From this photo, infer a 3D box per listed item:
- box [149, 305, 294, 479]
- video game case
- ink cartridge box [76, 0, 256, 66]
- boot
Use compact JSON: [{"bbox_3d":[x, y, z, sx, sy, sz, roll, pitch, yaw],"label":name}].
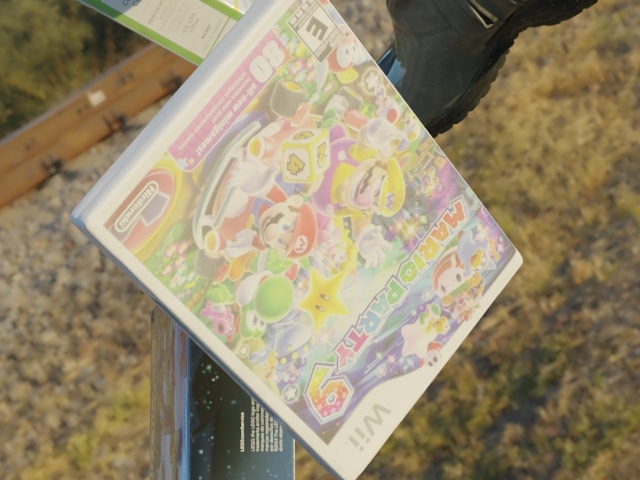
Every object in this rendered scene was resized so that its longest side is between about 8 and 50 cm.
[{"bbox_3d":[-0.046,0.134,0.614,0.044,0.233,0.159,2,-12,-12],"label":"box"},{"bbox_3d":[0.000,0.000,0.389,0.087,0.122,0.011,-51,37,-14],"label":"video game case"},{"bbox_3d":[-0.150,-0.214,1.182,0.062,0.209,0.109,-59,15,14],"label":"ink cartridge box"},{"bbox_3d":[0.045,-0.151,0.814,0.246,0.161,0.083,-40,39,48],"label":"boot"}]
